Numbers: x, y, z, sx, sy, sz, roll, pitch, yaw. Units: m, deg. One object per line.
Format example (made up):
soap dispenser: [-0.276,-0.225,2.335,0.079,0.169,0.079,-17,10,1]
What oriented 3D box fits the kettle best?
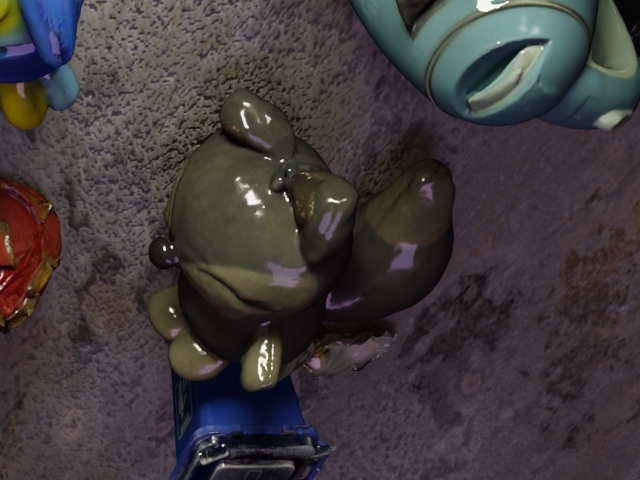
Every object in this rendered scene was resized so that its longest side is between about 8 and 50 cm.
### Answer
kettle: [0.159,-0.240,1.530,0.319,0.342,0.247,16,135,-37]

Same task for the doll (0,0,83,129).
doll: [-0.338,-0.248,1.515,0.365,0.187,0.376,18,158,-25]

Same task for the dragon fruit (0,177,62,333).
dragon fruit: [-0.389,0.047,1.917,0.223,0.148,0.218,3,141,-24]

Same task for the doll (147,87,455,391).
doll: [-0.018,-0.028,1.936,0.378,0.252,0.382,-32,161,-33]

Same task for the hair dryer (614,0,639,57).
hair dryer: [0.418,-0.207,1.781,0.197,0.251,0.089,15,94,-36]

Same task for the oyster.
oyster: [0.035,0.149,2.298,0.146,0.045,0.122,-28,141,8]

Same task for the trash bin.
trash bin: [-0.099,0.199,2.158,0.184,0.235,0.162,3,144,-22]
